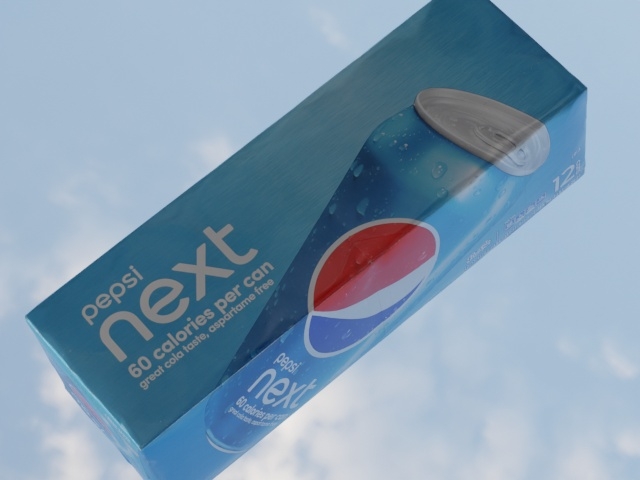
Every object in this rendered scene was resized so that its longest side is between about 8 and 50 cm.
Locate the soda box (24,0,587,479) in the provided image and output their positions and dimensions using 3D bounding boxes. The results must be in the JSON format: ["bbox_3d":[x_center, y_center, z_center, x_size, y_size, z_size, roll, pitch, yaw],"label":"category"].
[{"bbox_3d":[0.000,0.000,0.722,0.210,0.067,0.071,-39,-115,-12],"label":"soda box"}]
